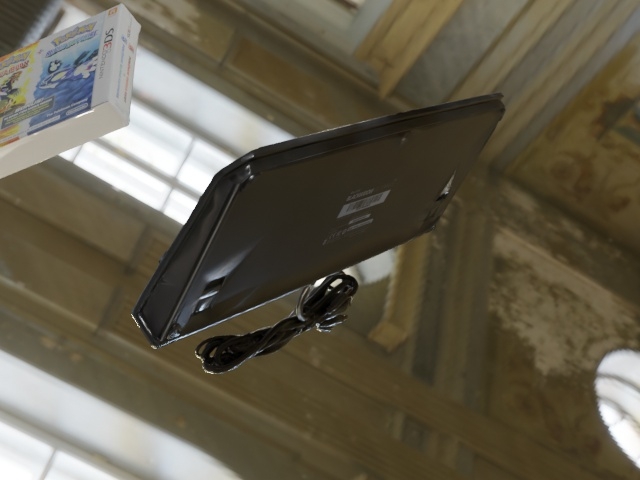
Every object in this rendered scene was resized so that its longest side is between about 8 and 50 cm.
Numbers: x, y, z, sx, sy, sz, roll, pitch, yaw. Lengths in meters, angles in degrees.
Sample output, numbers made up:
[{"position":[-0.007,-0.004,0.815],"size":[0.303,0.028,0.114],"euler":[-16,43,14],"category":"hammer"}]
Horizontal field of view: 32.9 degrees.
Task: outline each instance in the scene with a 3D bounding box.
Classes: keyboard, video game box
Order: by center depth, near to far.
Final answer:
[{"position":[0.000,0.000,0.673],"size":[0.317,0.033,0.201],"euler":[-19,144,-54],"category":"keyboard"},{"position":[-0.313,-0.173,1.268],"size":[0.205,0.048,0.187],"euler":[-20,-138,16],"category":"video game box"}]
